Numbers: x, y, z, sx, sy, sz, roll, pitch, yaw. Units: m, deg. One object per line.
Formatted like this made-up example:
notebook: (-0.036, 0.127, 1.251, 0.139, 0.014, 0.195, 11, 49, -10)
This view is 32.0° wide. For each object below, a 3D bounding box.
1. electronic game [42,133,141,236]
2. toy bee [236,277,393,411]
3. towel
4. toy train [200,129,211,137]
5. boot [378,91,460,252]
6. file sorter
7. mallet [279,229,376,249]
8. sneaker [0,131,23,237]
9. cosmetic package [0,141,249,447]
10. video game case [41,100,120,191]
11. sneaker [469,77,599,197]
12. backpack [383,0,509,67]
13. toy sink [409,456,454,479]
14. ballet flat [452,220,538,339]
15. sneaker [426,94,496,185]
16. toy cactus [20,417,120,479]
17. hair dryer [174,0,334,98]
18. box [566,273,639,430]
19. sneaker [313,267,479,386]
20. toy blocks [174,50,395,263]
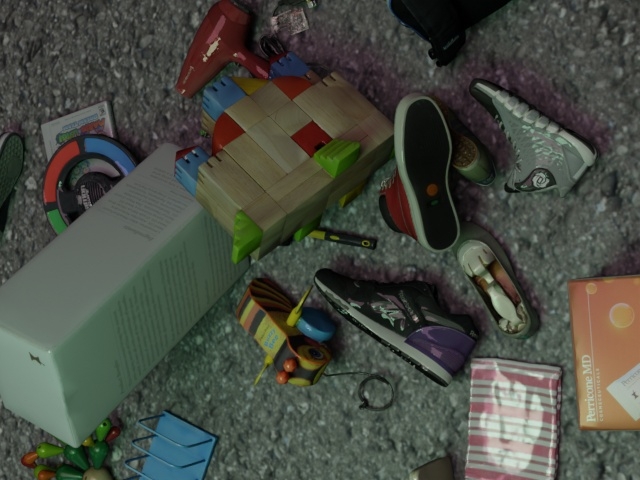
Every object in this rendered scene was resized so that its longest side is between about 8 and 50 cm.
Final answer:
electronic game: (-0.410, -0.080, 2.032, 0.229, 0.048, 0.229, 4, 100, 22)
toy bee: (-0.037, 0.165, 1.797, 0.298, 0.162, 0.195, 17, 104, 30)
towel: (0.295, 0.283, 1.718, 0.144, 0.029, 0.197, 3, 90, 24)
toy train: (-0.189, -0.219, 1.963, 0.024, 0.017, 0.083, 21, 98, 14)
boot: (0.130, -0.114, 1.718, 0.176, 0.088, 0.244, -148, 45, -62)
file sorter: (-0.276, 0.402, 1.943, 0.118, 0.104, 0.170, 23, 98, 23)
mallet: (0.000, 0.000, 1.862, 0.190, 0.039, 0.062, 18, 97, 20)
sneaker: (-0.670, -0.121, 2.149, 0.163, 0.086, 0.226, 23, 100, 21)
cosmetic package: (-0.309, 0.074, 1.756, 0.161, 0.453, 0.230, 23, 139, 24)
video game case: (-0.444, -0.170, 2.080, 0.157, 0.019, 0.143, -16, 83, 24)
sneaker: (0.296, -0.143, 1.698, 0.229, 0.086, 0.132, 37, 106, 20)
backpack: (0.193, -0.426, 1.653, 0.276, 0.263, 0.213, -38, 74, 21)
toy sink: (0.135, 0.465, 1.722, 0.131, 0.153, 0.234, -11, 85, 25)
ballet flat: (0.263, 0.057, 1.716, 0.072, 0.068, 0.213, -37, 74, 20)
sneaker: (0.212, -0.149, 1.745, 0.064, 0.086, 0.192, -44, 41, 11)
toy cactus: (-0.432, 0.401, 2.033, 0.219, 0.112, 0.180, -37, 93, 17)
hair dryer: (-0.125, -0.310, 1.897, 0.294, 0.080, 0.223, -13, 82, 23)
box: (0.533, 0.145, 1.532, 0.345, 0.168, 0.215, -6, 87, 25)
sneaker: (0.124, 0.107, 1.781, 0.283, 0.107, 0.124, 34, 83, 22)
toy blocks: (-0.076, -0.156, 1.729, 0.381, 0.190, 0.261, -38, 73, -25)
